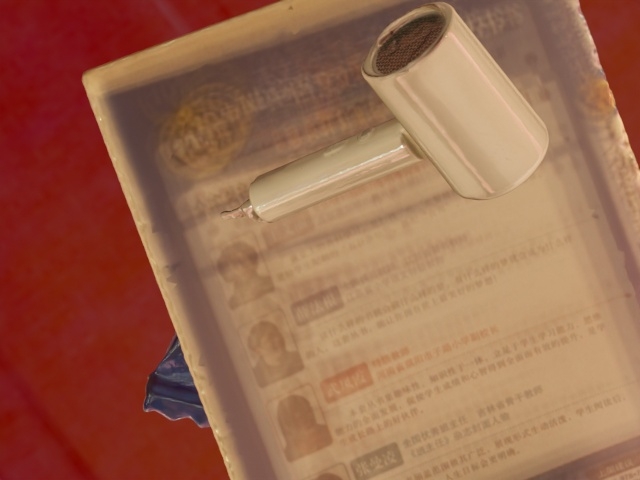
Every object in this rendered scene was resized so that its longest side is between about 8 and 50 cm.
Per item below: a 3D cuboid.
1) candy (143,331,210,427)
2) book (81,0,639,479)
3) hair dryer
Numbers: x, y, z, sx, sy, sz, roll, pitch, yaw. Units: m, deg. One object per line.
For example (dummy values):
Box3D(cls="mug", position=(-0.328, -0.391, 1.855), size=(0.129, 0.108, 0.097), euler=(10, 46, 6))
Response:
Box3D(cls="candy", position=(0.000, 0.000, 1.286), size=(0.077, 0.187, 0.331), euler=(88, 11, -52))
Box3D(cls="book", position=(0.051, 0.036, 0.892), size=(0.228, 0.322, 0.018), euler=(-20, -178, -1))
Box3D(cls="hair dryer", position=(0.011, -0.033, 0.674), size=(0.124, 0.063, 0.038), euler=(-22, -147, 32))
